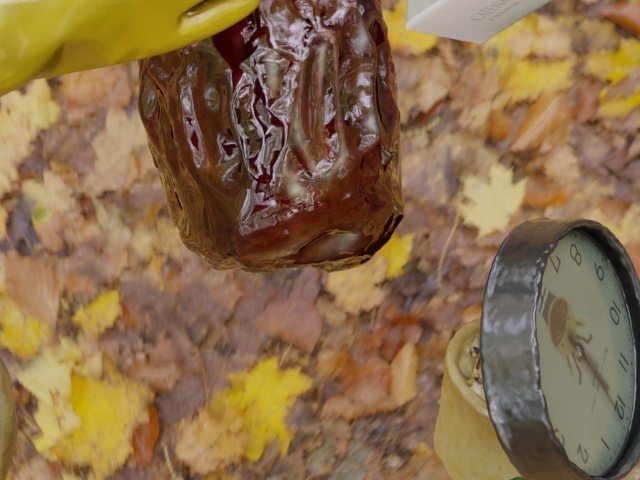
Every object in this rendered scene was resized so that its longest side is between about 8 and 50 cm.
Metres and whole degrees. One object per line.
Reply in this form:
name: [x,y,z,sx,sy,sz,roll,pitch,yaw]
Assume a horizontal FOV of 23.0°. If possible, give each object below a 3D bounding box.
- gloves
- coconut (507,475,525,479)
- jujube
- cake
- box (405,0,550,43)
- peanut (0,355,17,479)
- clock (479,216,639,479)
gloves: [-0.153,-0.188,1.123,0.294,0.133,0.116,-29,45,-19]
coconut: [0.212,0.381,1.583,0.328,0.281,0.328,-13,50,16]
jujube: [-0.045,-0.138,1.359,0.258,0.258,0.376,-18,105,-11]
cake: [0.313,0.151,1.918,0.332,0.321,0.332,7,30,-4]
box: [0.068,-0.158,0.579,0.040,0.084,0.154,7,79,-16]
peanut: [-0.239,0.133,0.888,0.129,0.224,0.129,7,33,-5]
clock: [0.168,0.074,1.035,0.040,0.184,0.184,-7,69,36]
